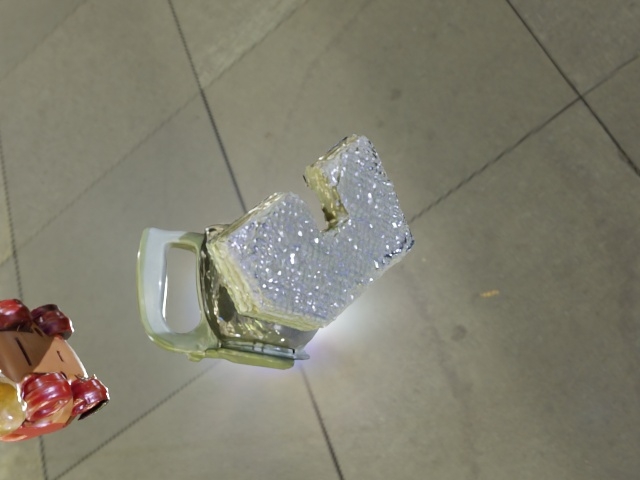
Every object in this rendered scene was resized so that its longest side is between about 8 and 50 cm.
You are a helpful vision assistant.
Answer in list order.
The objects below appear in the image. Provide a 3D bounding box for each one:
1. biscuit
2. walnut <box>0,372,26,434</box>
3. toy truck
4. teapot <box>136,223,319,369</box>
[{"bbox_3d":[0.000,0.000,0.910,0.046,0.147,0.250,-7,23,44],"label":"biscuit"},{"bbox_3d":[-0.463,0.177,0.957,0.269,0.244,0.221,12,117,34],"label":"walnut"},{"bbox_3d":[-0.477,0.221,1.317,0.239,0.265,0.189,-35,73,5],"label":"toy truck"},{"bbox_3d":[-0.129,0.090,1.470,0.239,0.322,0.239,-11,68,60],"label":"teapot"}]
